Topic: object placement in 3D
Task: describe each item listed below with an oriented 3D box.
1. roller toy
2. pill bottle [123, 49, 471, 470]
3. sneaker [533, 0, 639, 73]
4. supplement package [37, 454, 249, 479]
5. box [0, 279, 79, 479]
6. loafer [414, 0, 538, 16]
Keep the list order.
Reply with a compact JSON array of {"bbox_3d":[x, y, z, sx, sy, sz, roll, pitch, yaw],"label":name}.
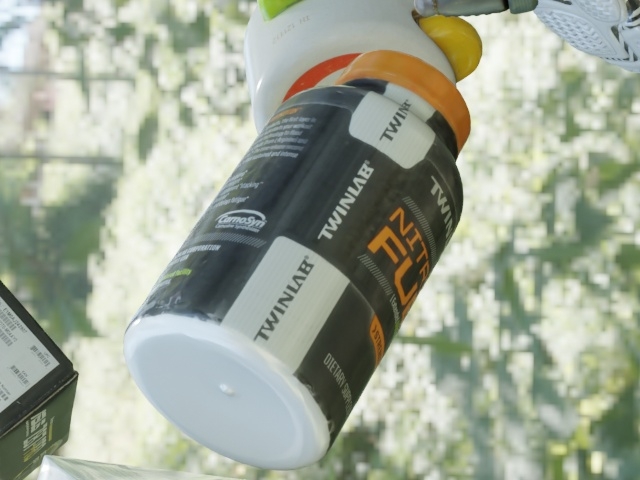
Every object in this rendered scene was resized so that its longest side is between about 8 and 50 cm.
[{"bbox_3d":[0.030,-0.151,1.722,0.146,0.209,0.191,-100,24,-48],"label":"roller toy"},{"bbox_3d":[0.000,0.000,1.056,0.245,0.130,0.130,-58,-22,-33],"label":"pill bottle"},{"bbox_3d":[0.229,-0.304,1.568,0.210,0.366,0.137,-59,19,-10],"label":"sneaker"},{"bbox_3d":[-0.070,0.194,1.036,0.105,0.179,0.105,21,97,54],"label":"supplement package"},{"bbox_3d":[-0.363,0.023,1.525,0.097,0.395,0.318,-41,-7,-19],"label":"box"},{"bbox_3d":[0.090,-0.239,1.299,0.267,0.084,0.096,-99,-7,-55],"label":"loafer"}]
